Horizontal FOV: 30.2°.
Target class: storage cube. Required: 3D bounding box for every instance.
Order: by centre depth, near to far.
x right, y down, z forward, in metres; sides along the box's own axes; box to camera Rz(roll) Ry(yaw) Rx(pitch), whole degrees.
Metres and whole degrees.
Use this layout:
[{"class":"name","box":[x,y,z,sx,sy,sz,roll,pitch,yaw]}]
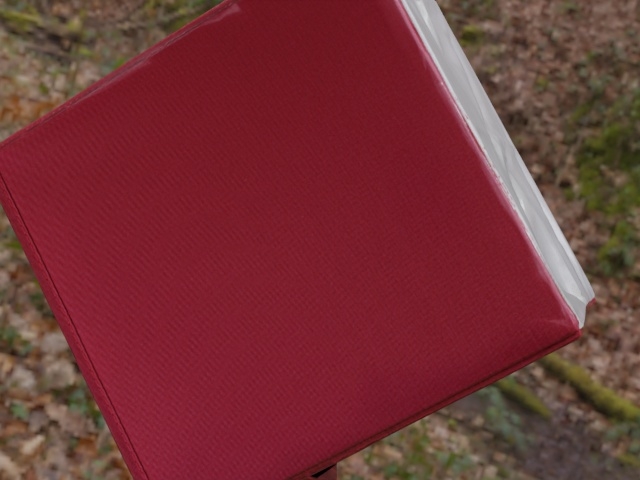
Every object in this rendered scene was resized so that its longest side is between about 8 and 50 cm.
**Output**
[{"class":"storage cube","box":[0.000,0.000,0.557,0.215,0.193,0.184,62,14,7]}]
